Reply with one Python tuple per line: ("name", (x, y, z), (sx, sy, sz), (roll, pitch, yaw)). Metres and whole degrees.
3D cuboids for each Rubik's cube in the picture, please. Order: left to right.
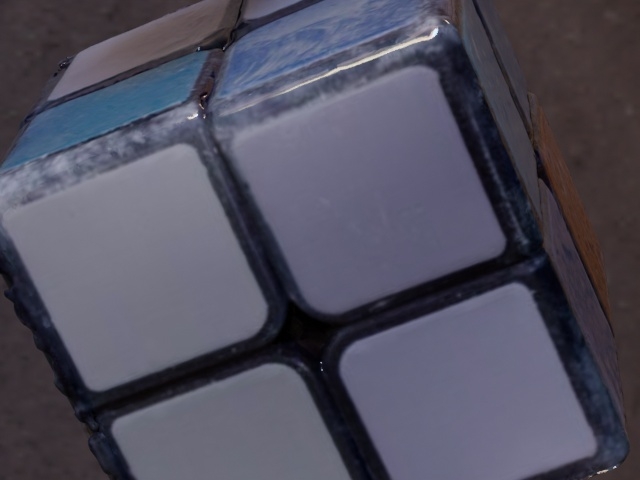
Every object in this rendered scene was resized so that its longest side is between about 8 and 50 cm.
("Rubik's cube", (0.000, 0.000, 1.261), (0.318, 0.313, 0.316), (-83, 149, -66))
